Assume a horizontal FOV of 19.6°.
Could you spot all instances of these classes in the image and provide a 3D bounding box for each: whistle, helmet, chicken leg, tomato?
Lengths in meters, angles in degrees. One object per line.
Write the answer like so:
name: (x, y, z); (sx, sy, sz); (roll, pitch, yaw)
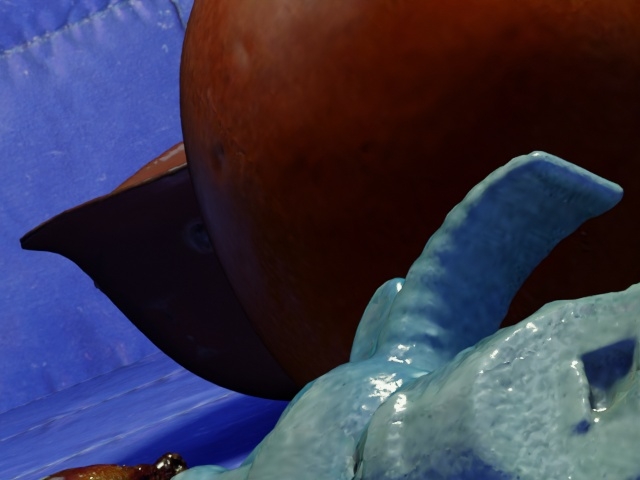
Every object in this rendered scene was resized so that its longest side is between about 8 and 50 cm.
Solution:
whistle: (0.031, 0.075, 0.523); (0.269, 0.093, 0.180); (-38, 32, 44)
helmet: (0.000, 0.000, 1.333); (0.337, 0.230, 0.385); (-23, 10, 46)
chicken leg: (-0.163, 0.170, 1.104); (0.205, 0.053, 0.093); (-18, -14, -21)
tomato: (0.089, -0.059, 0.800); (0.321, 0.321, 0.321); (-21, 2, 1)
